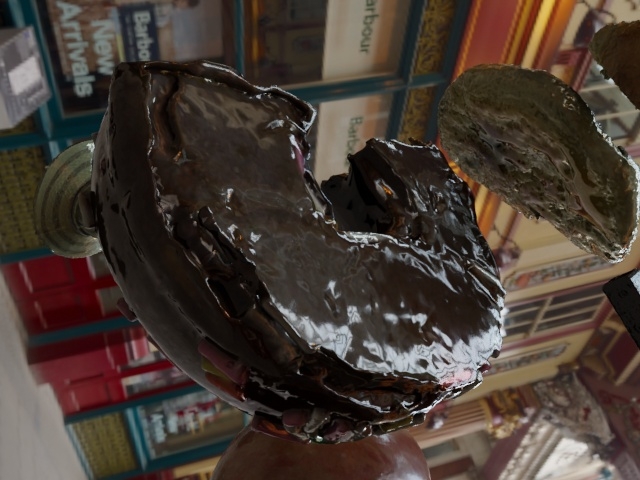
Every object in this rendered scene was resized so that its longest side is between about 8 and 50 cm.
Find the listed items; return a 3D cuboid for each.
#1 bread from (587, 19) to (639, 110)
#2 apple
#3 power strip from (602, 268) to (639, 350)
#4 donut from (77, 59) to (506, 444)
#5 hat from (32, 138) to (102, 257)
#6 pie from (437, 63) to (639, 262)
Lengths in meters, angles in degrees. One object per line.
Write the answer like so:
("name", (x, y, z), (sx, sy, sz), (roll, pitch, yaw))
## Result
("bread", (0.351, -0.191, 0.766), (0.154, 0.054, 0.136), (-14, -130, 48))
("apple", (-0.012, 0.358, 0.907), (0.345, 0.269, 0.344), (18, 90, -86))
("power strip", (0.336, 0.083, 0.733), (0.038, 0.029, 0.111), (-37, -99, 50))
("donut", (0.004, 0.020, 0.529), (0.136, 0.345, 0.259), (-38, -117, 38))
("hat", (-0.417, -0.063, 1.378), (0.110, 0.252, 0.252), (25, -48, 31))
("pie", (0.273, -0.102, 0.921), (0.337, 0.075, 0.337), (44, -8, 8))
